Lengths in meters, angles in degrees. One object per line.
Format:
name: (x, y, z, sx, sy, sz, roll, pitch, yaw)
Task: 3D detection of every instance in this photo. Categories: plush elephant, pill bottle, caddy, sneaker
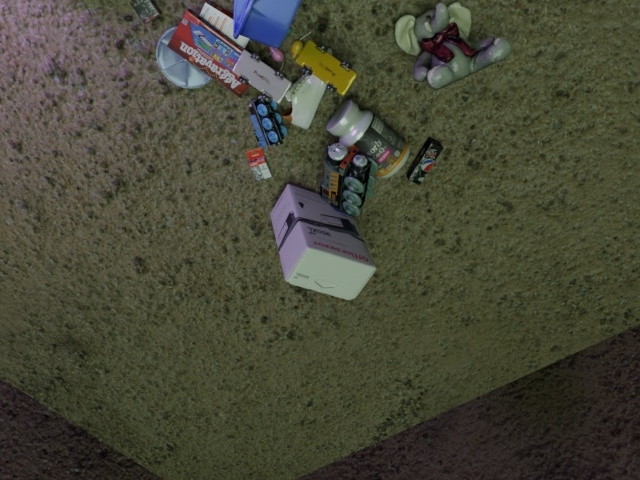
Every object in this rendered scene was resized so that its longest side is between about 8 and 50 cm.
plush elephant: (0.383, -0.619, 1.604, 0.272, 0.330, 0.255, -25, 99, -1)
pill bottle: (0.167, -0.356, 1.811, 0.278, 0.162, 0.162, 34, 117, -22)
caddy: (-0.154, -0.736, 1.501, 0.179, 0.241, 0.341, 20, 115, -19)
sneaker: (-0.051, -0.516, 1.732, 0.123, 0.106, 0.290, 16, 123, -15)

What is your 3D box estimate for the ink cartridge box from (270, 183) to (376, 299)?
ink cartridge box: (0.000, 0.000, 1.878, 0.286, 0.395, 0.166, 17, 122, -27)

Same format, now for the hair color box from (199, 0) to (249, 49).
hair color box: (-0.308, -0.679, 1.650, 0.167, 0.053, 0.093, 26, 121, -19)

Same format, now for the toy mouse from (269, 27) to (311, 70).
toy mouse: (-0.129, -0.642, 1.692, 0.143, 0.031, 0.161, 23, 120, -16)

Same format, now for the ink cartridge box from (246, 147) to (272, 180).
ink cartridge box: (-0.231, -0.284, 1.929, 0.063, 0.029, 0.115, -16, 123, 9)

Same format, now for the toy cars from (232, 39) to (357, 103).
toy cars: (-0.077, -0.529, 1.633, 0.394, 0.087, 0.176, -4, 103, 11)

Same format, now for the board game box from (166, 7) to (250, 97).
board game box: (-0.337, -0.597, 1.667, 0.281, 0.027, 0.145, 32, 129, -22)

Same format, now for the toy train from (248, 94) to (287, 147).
toy train: (-0.191, -0.413, 1.804, 0.105, 0.080, 0.184, 0, 122, 40)

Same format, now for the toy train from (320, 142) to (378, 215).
toy train: (0.091, -0.214, 1.833, 0.190, 0.142, 0.334, 31, 160, 13)

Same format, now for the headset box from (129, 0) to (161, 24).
headset box: (-0.547, -0.728, 1.623, 0.062, 0.032, 0.083, -26, 121, 16)

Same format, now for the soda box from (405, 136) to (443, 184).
soda box: (0.386, -0.295, 1.918, 0.053, 0.060, 0.169, 21, 121, -15)

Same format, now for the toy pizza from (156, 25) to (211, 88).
toy pizza: (-0.439, -0.606, 1.708, 0.201, 0.032, 0.201, -1, 123, -2)
